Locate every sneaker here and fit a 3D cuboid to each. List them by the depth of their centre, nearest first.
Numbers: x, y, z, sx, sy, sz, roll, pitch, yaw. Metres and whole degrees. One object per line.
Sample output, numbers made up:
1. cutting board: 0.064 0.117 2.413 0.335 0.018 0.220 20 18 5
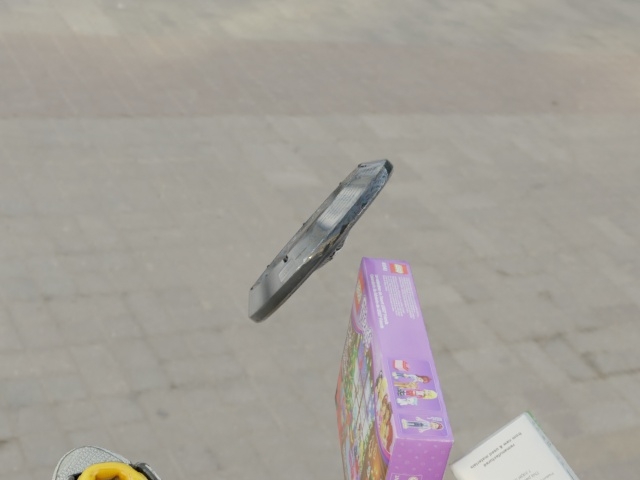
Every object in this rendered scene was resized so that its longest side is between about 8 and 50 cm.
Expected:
1. sneaker: -0.130 0.177 0.740 0.088 0.093 0.225 -13 15 -22

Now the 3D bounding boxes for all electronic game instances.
1. electronic game: 0.000 0.000 1.227 0.048 0.229 0.229 41 30 -3

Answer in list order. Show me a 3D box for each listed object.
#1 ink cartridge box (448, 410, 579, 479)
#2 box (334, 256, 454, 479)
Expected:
1. ink cartridge box: 0.219 0.268 1.044 0.208 0.087 0.153 55 5 12
2. box: 0.065 0.179 1.145 0.057 0.201 0.293 6 31 -8
